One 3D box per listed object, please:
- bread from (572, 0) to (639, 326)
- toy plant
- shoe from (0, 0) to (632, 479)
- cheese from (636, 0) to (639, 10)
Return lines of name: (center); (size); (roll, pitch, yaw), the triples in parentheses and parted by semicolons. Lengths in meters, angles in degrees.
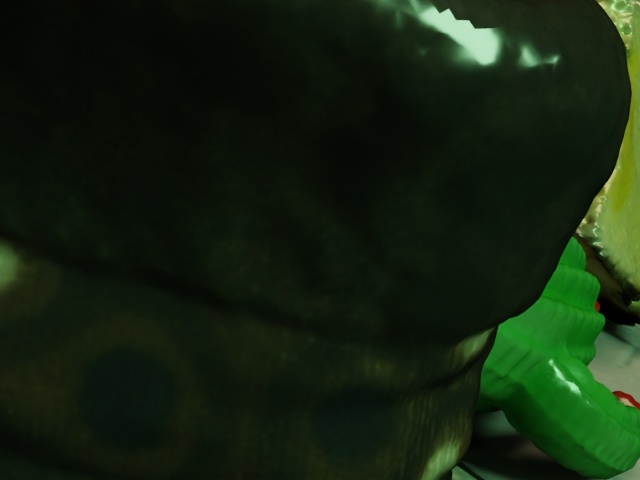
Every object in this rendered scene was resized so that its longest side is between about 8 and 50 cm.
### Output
bread: (0.119, -0.022, 0.848); (0.140, 0.169, 0.160); (46, 32, -50)
toy plant: (0.076, 0.033, 0.648); (0.240, 0.088, 0.154); (37, 15, -44)
shoe: (-0.114, -0.051, 0.435); (0.384, 0.237, 0.171); (20, 17, -3)
cheese: (0.128, -0.113, 1.060); (0.263, 0.159, 0.093); (20, 10, -12)
